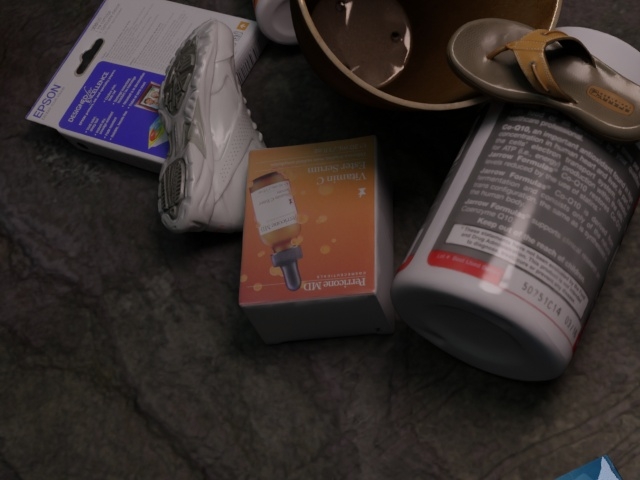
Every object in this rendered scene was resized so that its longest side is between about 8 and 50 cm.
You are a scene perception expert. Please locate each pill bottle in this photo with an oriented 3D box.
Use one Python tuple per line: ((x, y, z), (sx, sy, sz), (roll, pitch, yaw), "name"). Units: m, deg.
((-0.040, -0.298, 1.142), (0.086, 0.086, 0.152), (-18, 50, 5), "pill bottle")
((0.190, -0.036, 0.886), (0.161, 0.161, 0.283), (20, 68, 25), "pill bottle")

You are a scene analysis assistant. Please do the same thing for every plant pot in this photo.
((0.068, -0.220, 0.963), (0.237, 0.254, 0.237), (1, 87, -11), "plant pot")

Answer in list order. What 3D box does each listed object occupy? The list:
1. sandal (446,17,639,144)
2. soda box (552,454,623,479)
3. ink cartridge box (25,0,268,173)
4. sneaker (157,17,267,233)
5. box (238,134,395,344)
((0.190, -0.137, 0.814), (0.180, 0.049, 0.072), (27, 71, 11), "sandal")
((0.148, 0.251, 0.789), (0.210, 0.067, 0.071), (-26, 57, 0), "soda box")
((-0.196, -0.183, 1.148), (0.208, 0.045, 0.206), (19, 68, 22), "ink cartridge box")
((-0.103, -0.112, 1.047), (0.090, 0.115, 0.232), (-12, 71, 52), "sneaker")
((0.000, 0.000, 0.961), (0.130, 0.091, 0.171), (-6, 59, 12), "box")
